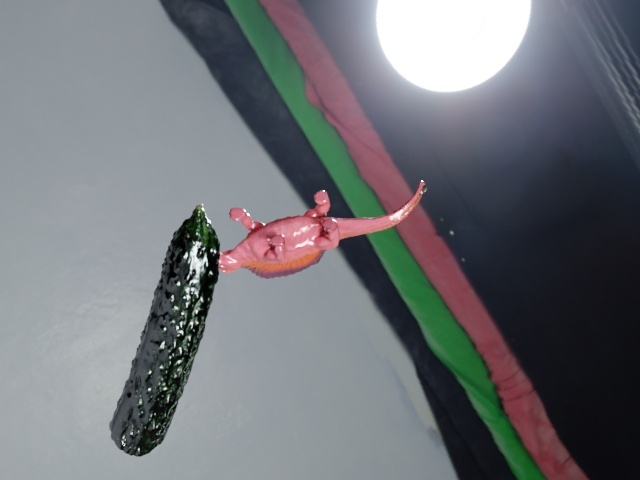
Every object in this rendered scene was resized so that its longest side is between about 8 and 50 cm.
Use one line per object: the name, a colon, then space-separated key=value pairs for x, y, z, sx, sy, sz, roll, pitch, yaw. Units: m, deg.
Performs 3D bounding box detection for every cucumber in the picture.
cucumber: x=-0.170 y=0.103 z=0.687 sx=0.072 sy=0.072 sz=0.300 roll=35 pitch=-71 yaw=43

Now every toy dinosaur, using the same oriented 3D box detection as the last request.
toy dinosaur: x=-0.003 y=0.005 z=0.777 sx=0.139 sy=0.286 sz=0.070 roll=91 pitch=-18 yaw=-54
